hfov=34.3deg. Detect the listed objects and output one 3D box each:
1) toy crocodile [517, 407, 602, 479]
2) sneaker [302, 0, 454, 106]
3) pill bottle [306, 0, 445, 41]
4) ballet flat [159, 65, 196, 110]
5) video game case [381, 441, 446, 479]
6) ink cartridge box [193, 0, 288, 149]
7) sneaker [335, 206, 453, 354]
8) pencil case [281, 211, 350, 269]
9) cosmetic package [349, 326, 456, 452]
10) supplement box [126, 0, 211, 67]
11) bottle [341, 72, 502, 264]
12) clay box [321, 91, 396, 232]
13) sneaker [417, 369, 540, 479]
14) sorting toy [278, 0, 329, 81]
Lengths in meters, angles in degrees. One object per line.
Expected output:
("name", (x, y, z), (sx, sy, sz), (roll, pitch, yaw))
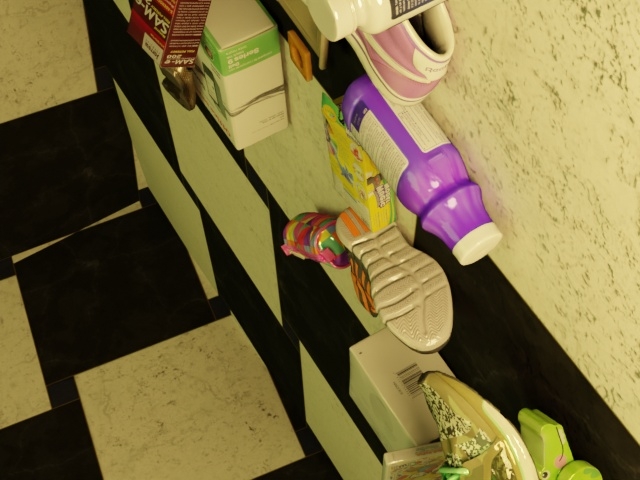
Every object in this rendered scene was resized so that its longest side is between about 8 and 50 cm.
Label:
("toy crocodile", (0.349, 0.393, 1.517), (0.115, 0.105, 0.340), (36, 150, 59))
("sneaker", (0.064, -0.309, 1.246), (0.282, 0.102, 0.161), (50, 161, 5))
("pill bottle", (0.072, -0.278, 1.103), (0.094, 0.169, 0.094), (55, 164, 24))
("ballet flat", (-0.263, -0.306, 1.972), (0.084, 0.058, 0.250), (41, 172, 2))
("video game case", (0.209, 0.398, 1.817), (0.227, 0.206, 0.026), (88, 170, -60))
("ink cartridge box", (-0.165, -0.338, 1.907), (0.211, 0.122, 0.289), (55, 164, 28))
("sneaker", (0.135, 0.090, 1.715), (0.180, 0.125, 0.321), (72, 174, -48))
("pencil case", (0.000, 0.000, 2.015), (0.104, 0.104, 0.236), (64, 165, -10))
("cosmetic package", (0.166, 0.297, 1.907), (0.224, 0.138, 0.224), (55, 163, 26))
("supplement box", (-0.243, -0.424, 1.733), (0.130, 0.073, 0.239), (47, 131, 34))
("bottle", (0.135, -0.098, 1.376), (0.283, 0.092, 0.118), (56, 165, 21))
("clay box", (0.061, -0.131, 1.649), (0.127, 0.053, 0.222), (51, 161, 37))
("sneaker", (0.215, 0.381, 1.447), (0.410, 0.182, 0.158), (64, 163, 8))
("sorting toy", (-0.021, -0.373, 1.509), (0.196, 0.047, 0.347), (61, 166, 21))
